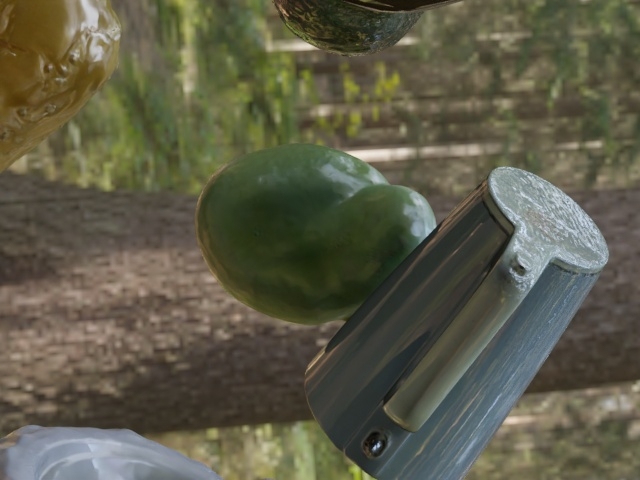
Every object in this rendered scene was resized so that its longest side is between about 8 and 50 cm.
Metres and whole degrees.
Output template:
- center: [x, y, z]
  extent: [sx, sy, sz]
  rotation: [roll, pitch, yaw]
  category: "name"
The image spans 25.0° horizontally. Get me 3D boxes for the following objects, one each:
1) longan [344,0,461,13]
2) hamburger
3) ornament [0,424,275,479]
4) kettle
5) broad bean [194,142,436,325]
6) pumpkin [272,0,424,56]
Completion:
- center: [0.090, -0.302, 0.730]
  extent: [0.404, 0.336, 0.405]
  rotation: [20, 90, -79]
  category: "longan"
- center: [-0.341, -0.193, 1.262]
  extent: [0.158, 0.318, 0.319]
  rotation: [-156, -118, -71]
  category: "hamburger"
- center: [-0.166, 0.298, 0.965]
  extent: [0.337, 0.337, 0.337]
  rotation: [176, -90, -83]
  category: "ornament"
- center: [0.102, 0.073, 1.123]
  extent: [0.243, 0.160, 0.210]
  rotation: [-56, 171, 30]
  category: "kettle"
- center: [0.000, 0.000, 1.300]
  extent: [0.169, 0.228, 0.100]
  rotation: [-61, 170, -14]
  category: "broad bean"
- center: [0.064, -0.358, 1.667]
  extent: [0.300, 0.207, 0.300]
  rotation: [-60, 167, -23]
  category: "pumpkin"
